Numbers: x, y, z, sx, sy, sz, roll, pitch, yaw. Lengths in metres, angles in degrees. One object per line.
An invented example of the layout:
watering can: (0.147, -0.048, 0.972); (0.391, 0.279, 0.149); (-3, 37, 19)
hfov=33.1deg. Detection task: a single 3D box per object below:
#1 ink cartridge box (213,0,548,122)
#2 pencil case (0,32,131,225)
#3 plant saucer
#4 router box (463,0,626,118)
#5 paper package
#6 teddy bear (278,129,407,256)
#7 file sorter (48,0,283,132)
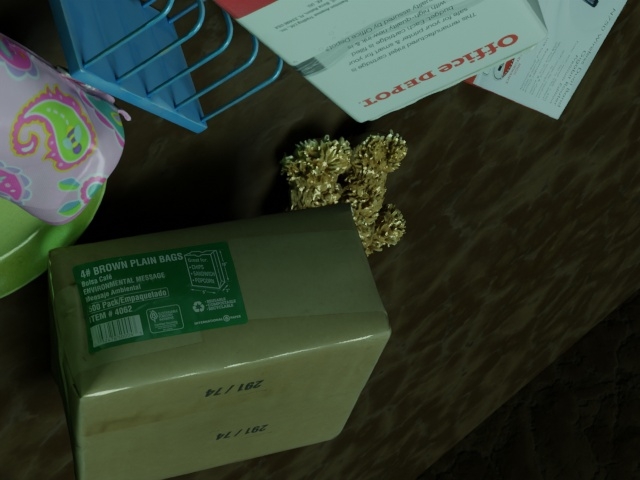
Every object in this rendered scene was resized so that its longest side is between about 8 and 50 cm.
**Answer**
ink cartridge box: (0.043, -0.229, 0.887); (0.197, 0.114, 0.273); (-22, 152, 22)
pencil case: (-0.262, -0.115, 0.773); (0.124, 0.124, 0.284); (-47, 143, 7)
plant saucer: (-0.305, -0.033, 0.967); (0.241, 0.037, 0.241); (-33, 152, -20)
router box: (0.269, -0.324, 1.222); (0.301, 0.082, 0.336); (5, 116, -56)
paper package: (-0.118, 0.120, 1.162); (0.324, 0.168, 0.309); (-10, 151, -18)
teddy bear: (0.000, 0.000, 1.352); (0.245, 0.113, 0.338); (1, 130, -51)
file sorter: (-0.124, -0.181, 0.874); (0.104, 0.118, 0.170); (-28, 159, 21)
